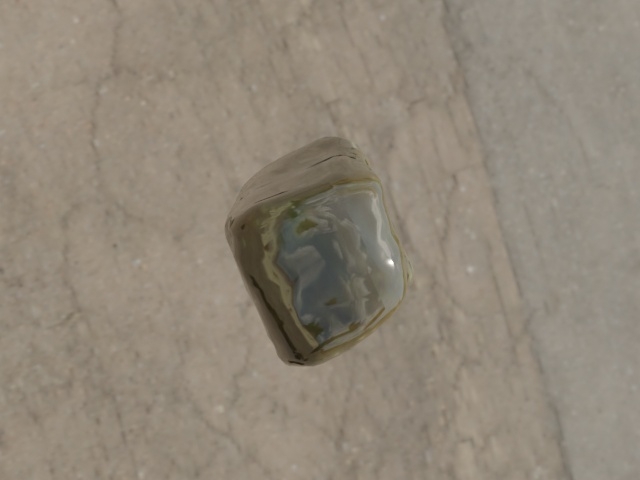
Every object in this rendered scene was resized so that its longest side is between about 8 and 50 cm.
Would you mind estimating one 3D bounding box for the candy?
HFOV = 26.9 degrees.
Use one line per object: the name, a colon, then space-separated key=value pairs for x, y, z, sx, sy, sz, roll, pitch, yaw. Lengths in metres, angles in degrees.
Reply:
candy: x=0.000 y=0.000 z=0.876 sx=0.234 sy=0.102 sz=0.104 roll=-105 pitch=173 yaw=-79
